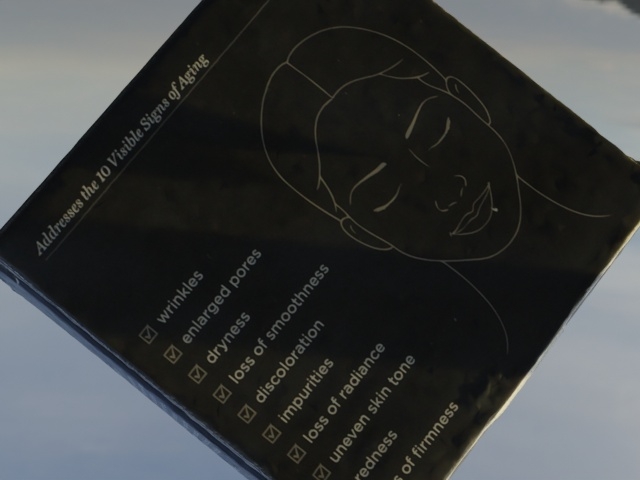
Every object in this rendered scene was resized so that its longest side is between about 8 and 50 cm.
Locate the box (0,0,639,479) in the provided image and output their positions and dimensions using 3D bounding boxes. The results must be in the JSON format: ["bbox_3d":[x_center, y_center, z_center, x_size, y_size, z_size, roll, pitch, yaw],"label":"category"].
[{"bbox_3d":[0.000,0.000,1.402,0.472,0.480,0.297,39,169,0],"label":"box"}]
